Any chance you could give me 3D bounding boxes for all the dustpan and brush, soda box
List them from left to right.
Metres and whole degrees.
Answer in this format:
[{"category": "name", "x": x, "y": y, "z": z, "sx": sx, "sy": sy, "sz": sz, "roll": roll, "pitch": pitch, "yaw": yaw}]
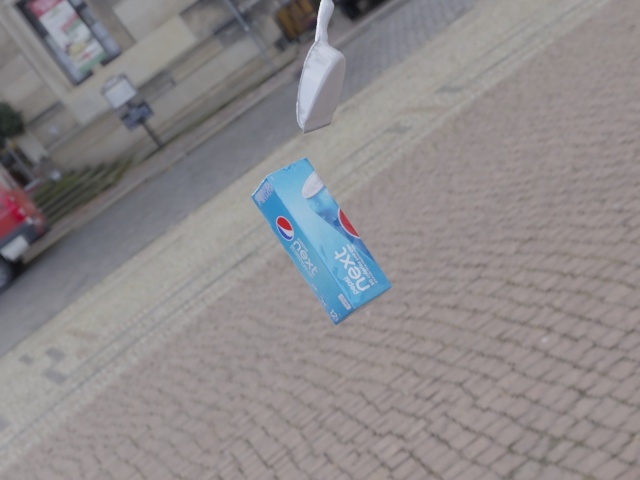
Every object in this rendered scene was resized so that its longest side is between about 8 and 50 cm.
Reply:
[{"category": "soda box", "x": 0.000, "y": 0.000, "z": 1.475, "sx": 0.071, "sy": 0.210, "sz": 0.067, "roll": -28, "pitch": -9, "yaw": -32}, {"category": "dustpan and brush", "x": 0.003, "y": -0.280, "z": 1.730, "sx": 0.147, "sy": 0.060, "sz": 0.211, "roll": -33, "pitch": -36, "yaw": -68}]
